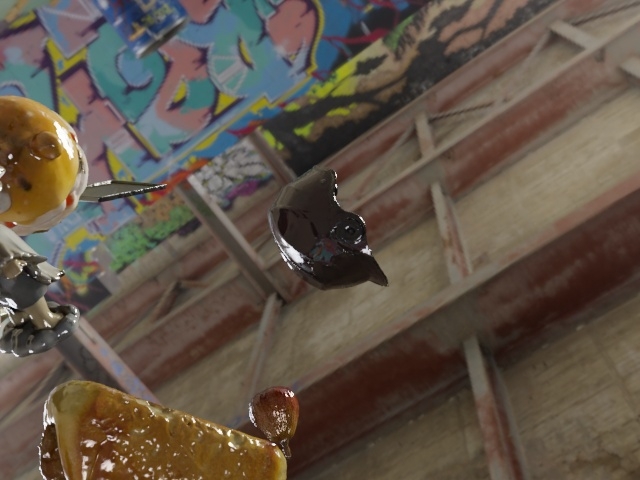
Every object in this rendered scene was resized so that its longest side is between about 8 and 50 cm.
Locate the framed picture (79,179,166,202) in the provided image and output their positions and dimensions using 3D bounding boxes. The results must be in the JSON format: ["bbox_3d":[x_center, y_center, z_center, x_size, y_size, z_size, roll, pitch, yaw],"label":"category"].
[{"bbox_3d":[-0.544,-0.127,1.913,0.192,0.018,0.265,5,-167,26],"label":"framed picture"}]

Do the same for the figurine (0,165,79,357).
[{"bbox_3d":[-0.407,-0.036,0.810,0.207,0.387,0.166,2,-141,42],"label":"figurine"}]

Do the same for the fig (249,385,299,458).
[{"bbox_3d":[-0.086,0.383,1.647,0.119,0.119,0.153,-41,-133,-13],"label":"fig"}]

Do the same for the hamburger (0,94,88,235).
[{"bbox_3d":[-0.589,-0.152,1.453,0.276,0.276,0.237,-42,-178,-16],"label":"hamburger"}]

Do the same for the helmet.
[{"bbox_3d":[0.000,0.000,1.585,0.177,0.305,0.225,-25,163,-6],"label":"helmet"}]

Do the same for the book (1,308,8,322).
[{"bbox_3d":[-0.615,0.177,1.196,0.170,0.018,0.241,-39,175,13],"label":"book"}]

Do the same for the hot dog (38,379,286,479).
[{"bbox_3d":[-0.263,0.380,1.197,0.185,0.405,0.223,-19,-131,62],"label":"hot dog"}]
